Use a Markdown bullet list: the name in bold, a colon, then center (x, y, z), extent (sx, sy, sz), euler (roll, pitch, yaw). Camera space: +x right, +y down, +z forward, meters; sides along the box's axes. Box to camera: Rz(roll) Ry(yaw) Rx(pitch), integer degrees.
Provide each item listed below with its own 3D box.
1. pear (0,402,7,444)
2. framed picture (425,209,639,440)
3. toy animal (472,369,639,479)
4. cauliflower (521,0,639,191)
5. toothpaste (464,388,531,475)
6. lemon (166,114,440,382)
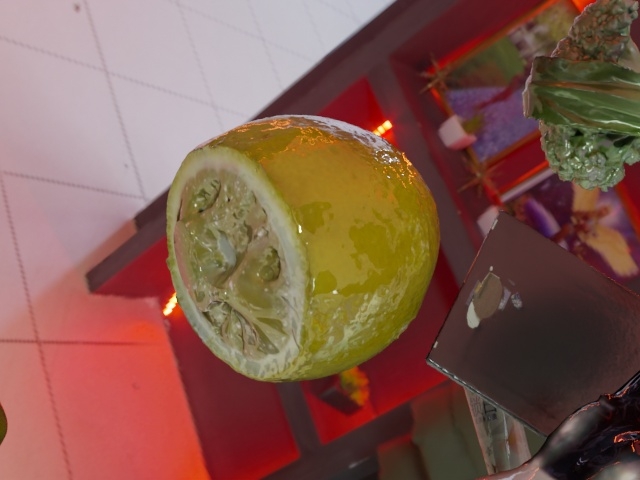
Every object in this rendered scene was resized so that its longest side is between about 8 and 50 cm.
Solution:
- **pear**: center (-0.564, 0.276, 1.320), extent (0.198, 0.198, 0.198), euler (36, 35, -30)
- **framed picture**: center (0.298, 0.131, 1.007), extent (0.324, 0.013, 0.244), euler (33, 54, 1)
- **toy animal**: center (0.206, 0.249, 0.679), extent (0.212, 0.267, 0.212), euler (56, -9, 14)
- **cauliflower**: center (0.416, -0.183, 1.191), extent (0.256, 0.315, 0.239), euler (-56, 140, -18)
- **toothpaste**: center (0.257, 0.273, 1.282), extent (0.066, 0.100, 0.323), euler (-2, 72, -36)
- **lemon**: center (0.000, 0.000, 1.182), extent (0.364, 0.364, 0.364), euler (36, 35, -30)
